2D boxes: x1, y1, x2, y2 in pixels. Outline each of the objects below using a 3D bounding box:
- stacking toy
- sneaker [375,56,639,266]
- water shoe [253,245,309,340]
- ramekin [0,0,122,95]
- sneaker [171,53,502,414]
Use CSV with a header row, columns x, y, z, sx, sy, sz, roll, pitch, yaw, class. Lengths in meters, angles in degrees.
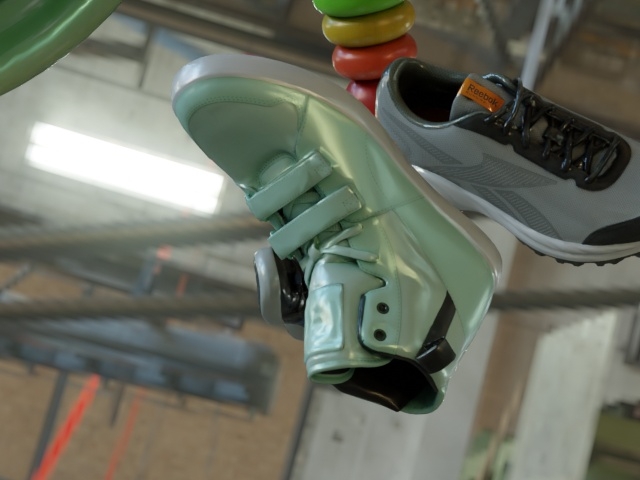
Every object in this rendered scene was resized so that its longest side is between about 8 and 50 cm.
x,y,z,sx,sy,sz,roll,pitch,yaw,class
0.049,-0.252,1.917,0.141,0.330,0.141,-11,21,4,stacking toy
0.152,-0.062,1.359,0.272,0.100,0.108,18,-38,27,sneaker
-0.008,0.045,1.758,0.080,0.072,0.203,-10,-13,11,water shoe
-0.198,-0.207,0.775,0.303,0.303,0.148,17,14,-9,ramekin
0.001,0.000,1.151,0.256,0.151,0.094,38,-45,-16,sneaker
